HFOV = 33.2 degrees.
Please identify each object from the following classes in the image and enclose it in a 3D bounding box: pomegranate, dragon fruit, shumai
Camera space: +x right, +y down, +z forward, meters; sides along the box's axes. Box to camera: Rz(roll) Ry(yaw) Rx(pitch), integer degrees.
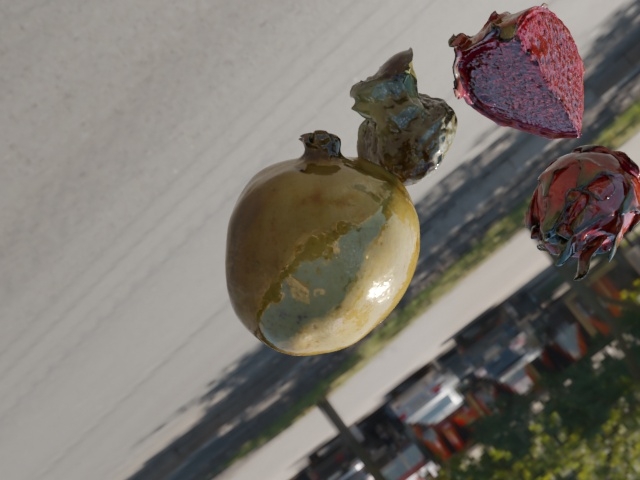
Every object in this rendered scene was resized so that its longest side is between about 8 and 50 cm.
[{"bbox_3d":[-0.004,0.018,1.469,0.307,0.307,0.307,-35,168,-9],"label":"pomegranate"},{"bbox_3d":[0.282,-0.266,1.594,0.161,0.126,0.274,-4,149,37],"label":"dragon fruit"},{"bbox_3d":[0.108,-0.183,1.586,0.161,0.153,0.209,-31,-149,9],"label":"shumai"},{"bbox_3d":[0.453,-0.056,1.851,0.192,0.193,0.274,7,-143,42],"label":"dragon fruit"}]
